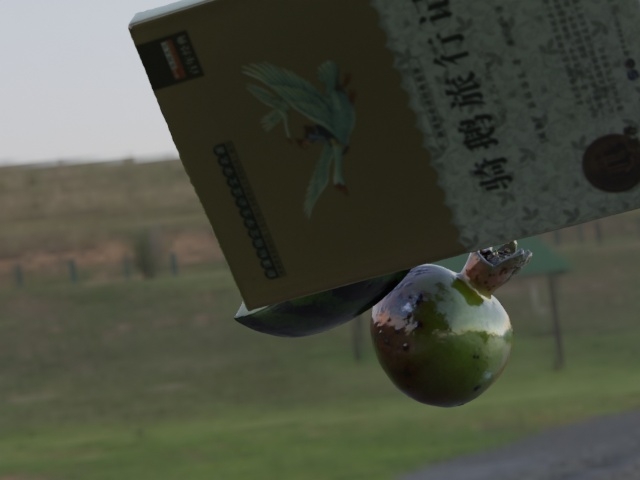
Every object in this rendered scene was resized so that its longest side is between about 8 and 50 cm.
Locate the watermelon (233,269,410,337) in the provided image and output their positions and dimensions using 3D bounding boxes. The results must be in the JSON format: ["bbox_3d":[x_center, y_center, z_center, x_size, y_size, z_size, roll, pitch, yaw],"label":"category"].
[{"bbox_3d":[0.017,0.012,1.463,0.137,0.145,0.193,12,-28,3],"label":"watermelon"}]

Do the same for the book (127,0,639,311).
[{"bbox_3d":[0.059,-0.085,1.202,0.310,0.217,0.021,-15,24,15],"label":"book"}]

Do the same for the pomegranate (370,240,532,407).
[{"bbox_3d":[0.107,0.064,1.636,0.129,0.159,0.129,10,26,-5],"label":"pomegranate"}]
